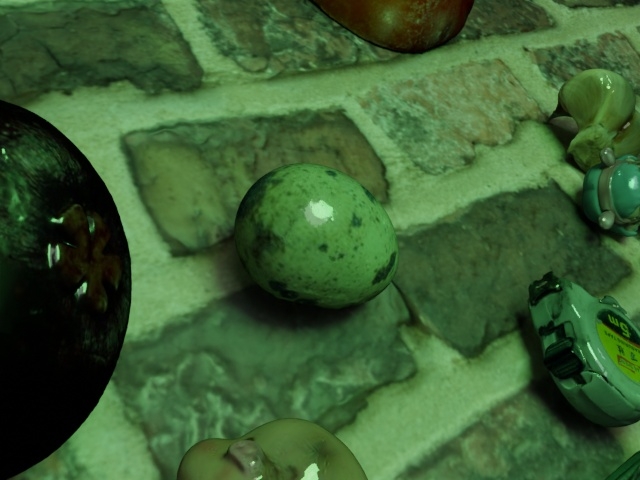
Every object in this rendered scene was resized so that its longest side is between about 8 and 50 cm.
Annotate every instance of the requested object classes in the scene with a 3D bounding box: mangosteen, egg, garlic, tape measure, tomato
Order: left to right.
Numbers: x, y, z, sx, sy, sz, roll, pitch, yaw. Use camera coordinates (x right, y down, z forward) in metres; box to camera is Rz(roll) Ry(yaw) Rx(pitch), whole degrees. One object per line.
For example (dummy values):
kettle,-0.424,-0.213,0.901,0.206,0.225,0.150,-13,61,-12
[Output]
mangosteen,-0.287,0.037,0.467,0.302,0.275,0.275,-9,55,12
egg,0.000,0.000,0.669,0.181,0.141,0.141,24,49,-30
tomato,0.120,-0.453,1.036,0.338,0.144,0.339,11,56,-17
garlic,0.419,-0.176,1.000,0.174,0.124,0.099,33,28,-35
tape measure,0.380,0.163,0.784,0.330,0.084,0.164,28,49,-21

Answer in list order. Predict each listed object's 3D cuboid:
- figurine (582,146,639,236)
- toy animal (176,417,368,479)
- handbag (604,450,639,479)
figurine,0.482,-0.036,0.954,0.260,0.103,0.205,5,92,-24
toy animal,-0.064,0.228,0.472,0.250,0.154,0.166,-28,50,-31
handbag,0.383,0.364,0.627,0.238,0.089,0.326,-22,68,-33
